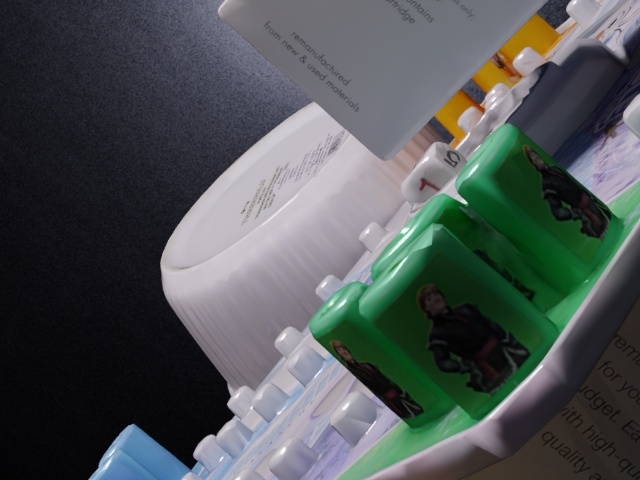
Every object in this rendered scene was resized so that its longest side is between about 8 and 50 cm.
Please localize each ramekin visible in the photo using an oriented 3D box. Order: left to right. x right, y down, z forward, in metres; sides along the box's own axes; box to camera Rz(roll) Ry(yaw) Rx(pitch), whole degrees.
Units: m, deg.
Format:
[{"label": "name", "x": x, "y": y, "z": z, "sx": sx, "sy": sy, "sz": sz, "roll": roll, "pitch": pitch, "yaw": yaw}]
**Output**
[{"label": "ramekin", "x": 0.000, "y": 0.000, "z": 0.855, "sx": 0.207, "sy": 0.109, "sz": 0.207, "roll": -37, "pitch": 17, "yaw": 14}]

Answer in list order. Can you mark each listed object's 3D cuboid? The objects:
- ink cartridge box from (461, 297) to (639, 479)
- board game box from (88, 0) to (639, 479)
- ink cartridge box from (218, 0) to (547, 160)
[{"label": "ink cartridge box", "x": 0.112, "y": 0.108, "z": 0.577, "sx": 0.283, "sy": 0.207, "sz": 0.117, "roll": -49, "pitch": -4, "yaw": -4}, {"label": "board game box", "x": 0.063, "y": -0.039, "z": 0.560, "sx": 0.390, "sy": 0.050, "sz": 0.390, "roll": -50, "pitch": 4, "yaw": -30}, {"label": "ink cartridge box", "x": 0.081, "y": -0.145, "z": 0.455, "sx": 0.231, "sy": 0.078, "sz": 0.134, "roll": -45, "pitch": 5, "yaw": 30}]
